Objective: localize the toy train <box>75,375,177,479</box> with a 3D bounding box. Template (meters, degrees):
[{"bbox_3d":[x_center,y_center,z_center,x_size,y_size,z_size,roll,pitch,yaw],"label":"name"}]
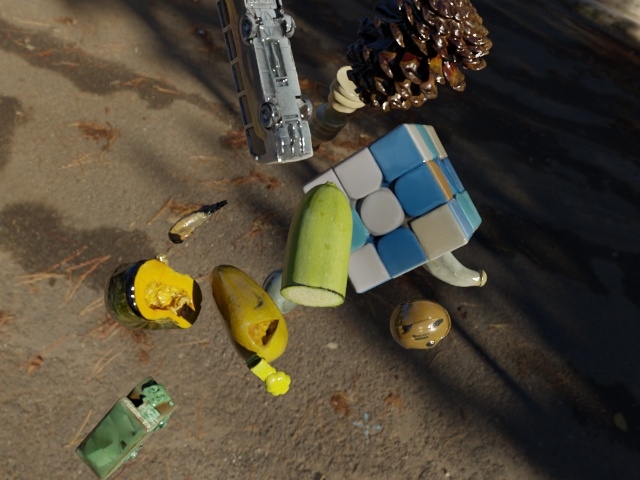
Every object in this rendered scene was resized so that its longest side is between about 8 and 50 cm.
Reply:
[{"bbox_3d":[-0.520,0.508,1.363,0.129,0.326,0.159,46,21,6],"label":"toy train"}]

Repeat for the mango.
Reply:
[{"bbox_3d":[-0.246,0.232,1.659,0.182,0.253,0.365,-34,71,-19],"label":"mango"}]

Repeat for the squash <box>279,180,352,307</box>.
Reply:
[{"bbox_3d":[0.000,0.000,1.037,0.132,0.132,0.247,13,69,-11],"label":"squash"}]

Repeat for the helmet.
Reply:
[{"bbox_3d":[0.358,0.293,1.904,0.224,0.130,0.199,-19,54,14],"label":"helmet"}]

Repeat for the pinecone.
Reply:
[{"bbox_3d":[0.176,-0.371,1.010,0.246,0.292,0.247,15,63,-32],"label":"pinecone"}]

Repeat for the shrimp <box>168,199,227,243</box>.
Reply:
[{"bbox_3d":[-0.479,-0.083,2.003,0.262,0.117,0.066,-33,75,-22],"label":"shrimp"}]

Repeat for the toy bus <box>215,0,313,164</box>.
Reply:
[{"bbox_3d":[-0.109,-0.316,0.986,0.097,0.343,0.138,-18,11,-37],"label":"toy bus"}]

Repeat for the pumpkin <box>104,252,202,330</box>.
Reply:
[{"bbox_3d":[-0.556,0.160,1.636,0.232,0.325,0.242,-1,67,25],"label":"pumpkin"}]

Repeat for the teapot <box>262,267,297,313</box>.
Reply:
[{"bbox_3d":[-0.143,0.184,1.948,0.129,0.193,0.294,36,76,23],"label":"teapot"}]

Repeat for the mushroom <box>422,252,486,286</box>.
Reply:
[{"bbox_3d":[0.456,0.093,1.825,0.270,0.103,0.118,36,83,2],"label":"mushroom"}]

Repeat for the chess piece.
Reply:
[{"bbox_3d":[0.026,-0.361,1.522,0.124,0.307,0.139,29,48,-15],"label":"chess piece"}]

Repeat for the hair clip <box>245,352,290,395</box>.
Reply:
[{"bbox_3d":[-0.138,0.379,1.442,0.072,0.173,0.046,-39,37,-9],"label":"hair clip"}]

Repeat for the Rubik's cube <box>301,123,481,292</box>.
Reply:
[{"bbox_3d":[0.214,-0.100,1.471,0.347,0.346,0.344,60,26,1],"label":"Rubik's cube"}]
